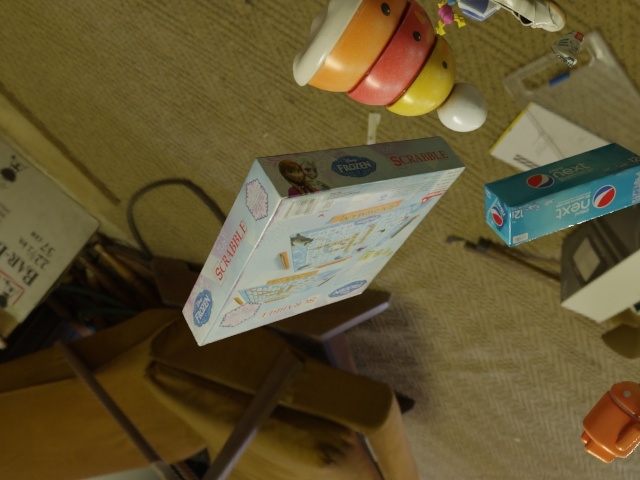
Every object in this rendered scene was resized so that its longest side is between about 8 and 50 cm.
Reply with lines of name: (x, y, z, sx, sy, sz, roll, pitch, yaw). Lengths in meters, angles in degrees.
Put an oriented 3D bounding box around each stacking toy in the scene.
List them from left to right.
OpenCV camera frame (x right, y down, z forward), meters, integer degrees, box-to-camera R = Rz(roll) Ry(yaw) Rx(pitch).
stacking toy: (0.206, -0.424, 1.472, 0.480, 0.350, 0.350, 29, 145, -14)

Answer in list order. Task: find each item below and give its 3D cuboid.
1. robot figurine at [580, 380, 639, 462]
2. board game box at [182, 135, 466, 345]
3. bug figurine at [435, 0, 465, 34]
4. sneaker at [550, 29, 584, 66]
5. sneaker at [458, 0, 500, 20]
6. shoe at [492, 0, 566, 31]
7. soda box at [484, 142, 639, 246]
robot figurine: (0.727, 0.431, 1.480, 0.128, 0.158, 0.219, 46, 114, 37)
board game box: (0.000, 0.000, 0.849, 0.066, 0.319, 0.318, 57, 137, 23)
bug figurine: (0.321, -0.688, 1.880, 0.279, 0.216, 0.072, -23, 134, 11)
sneaker: (0.653, -0.510, 1.598, 0.057, 0.161, 0.075, 36, 120, -9)
sneaker: (0.555, -0.755, 1.771, 0.127, 0.315, 0.182, 43, -171, 23)
shoe: (0.343, -0.409, 1.056, 0.219, 0.058, 0.076, 18, -163, -34)
soda box: (0.339, -0.066, 0.849, 0.210, 0.071, 0.067, -17, 125, -8)
